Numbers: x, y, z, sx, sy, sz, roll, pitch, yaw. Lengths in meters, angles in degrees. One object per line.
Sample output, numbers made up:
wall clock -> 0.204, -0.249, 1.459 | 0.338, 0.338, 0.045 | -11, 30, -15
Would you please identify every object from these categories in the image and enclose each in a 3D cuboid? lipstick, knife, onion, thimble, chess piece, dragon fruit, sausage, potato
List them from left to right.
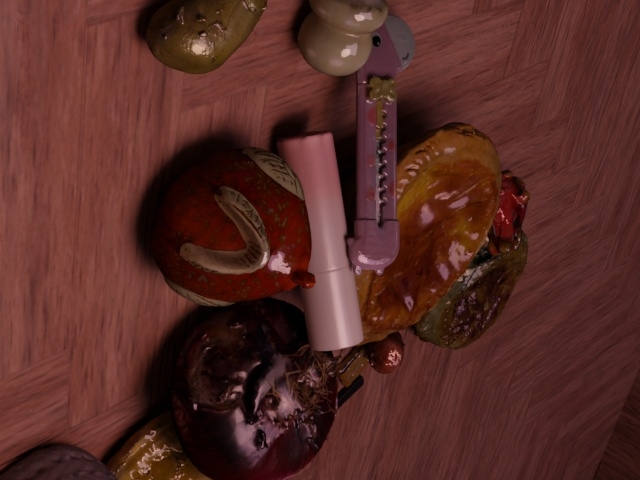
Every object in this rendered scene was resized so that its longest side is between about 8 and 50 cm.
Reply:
thimble -> -0.385, 0.429, 1.680 | 0.245, 0.157, 0.217 | -24, 129, -33
potato -> -0.136, -0.281, 1.450 | 0.188, 0.085, 0.105 | -48, 128, -19
onion -> -0.115, 0.246, 1.846 | 0.314, 0.232, 0.314 | 6, 82, -46
lipstick -> 0.000, 0.000, 1.762 | 0.087, 0.087, 0.327 | -19, 103, -47
chess piece -> 0.046, -0.344, 1.603 | 0.144, 0.144, 0.251 | -19, 138, -46
knife -> 0.089, -0.146, 1.754 | 0.132, 0.038, 0.399 | 1, 91, -27
sausage -> 0.125, 0.208, 2.234 | 0.326, 0.079, 0.087 | 37, 44, -85
dragon fruit -> 0.356, -0.054, 2.335 | 0.150, 0.208, 0.133 | -17, 139, 17

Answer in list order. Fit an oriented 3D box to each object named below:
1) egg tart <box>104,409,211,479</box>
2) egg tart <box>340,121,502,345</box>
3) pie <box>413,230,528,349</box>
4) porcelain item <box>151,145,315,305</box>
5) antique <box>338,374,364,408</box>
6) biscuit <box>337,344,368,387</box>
egg tart -> -0.243, 0.427, 1.938 | 0.341, 0.132, 0.341 | -34, 142, -32
egg tart -> 0.130, -0.021, 1.995 | 0.443, 0.178, 0.443 | -36, 147, -28
pie -> 0.330, 0.100, 2.466 | 0.354, 0.103, 0.288 | -30, 146, -39
porcelain item -> -0.101, -0.001, 1.626 | 0.253, 0.253, 0.253 | -36, 145, -31
antique -> 0.018, 0.343, 2.350 | 0.192, 0.015, 0.031 | -41, 148, -23
biscuit -> 0.067, 0.250, 2.325 | 0.083, 0.018, 0.081 | -48, 150, -12
